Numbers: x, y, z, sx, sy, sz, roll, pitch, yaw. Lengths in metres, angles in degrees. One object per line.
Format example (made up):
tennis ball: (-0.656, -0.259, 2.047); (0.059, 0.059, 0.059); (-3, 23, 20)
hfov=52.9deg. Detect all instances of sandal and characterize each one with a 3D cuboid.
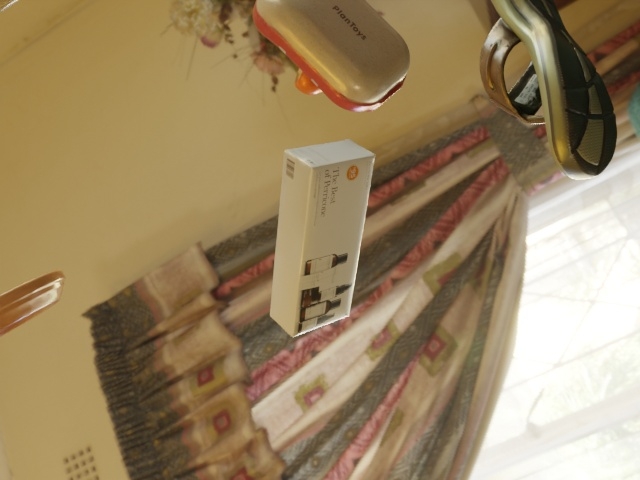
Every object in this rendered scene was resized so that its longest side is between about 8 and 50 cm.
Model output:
sandal: (0.203, -0.178, 0.636); (0.120, 0.086, 0.303); (20, -134, -40)

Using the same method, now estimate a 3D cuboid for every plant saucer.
plant saucer: (-0.415, 0.103, 0.824); (0.037, 0.199, 0.200); (60, -166, -5)

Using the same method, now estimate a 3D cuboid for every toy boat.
toy boat: (0.002, -0.264, 0.908); (0.231, 0.151, 0.151); (46, -125, 1)

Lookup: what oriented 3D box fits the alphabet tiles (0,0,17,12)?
alphabet tiles: (-0.339, -0.363, 0.592); (0.285, 0.342, 0.011); (55, 180, -5)

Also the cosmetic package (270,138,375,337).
cosmetic package: (0.000, 0.000, 0.807); (0.060, 0.098, 0.239); (35, 130, 40)
